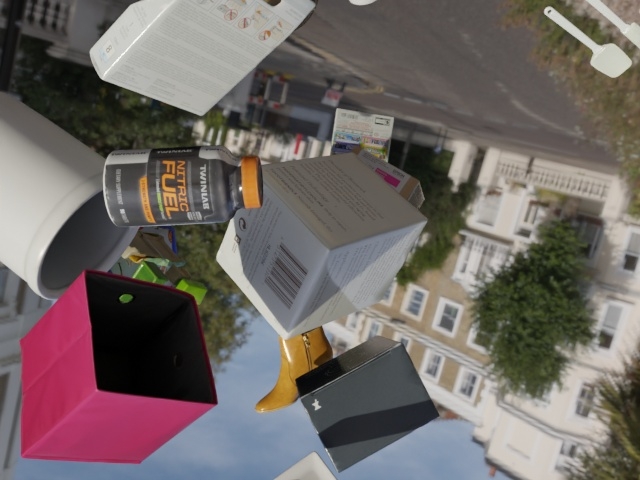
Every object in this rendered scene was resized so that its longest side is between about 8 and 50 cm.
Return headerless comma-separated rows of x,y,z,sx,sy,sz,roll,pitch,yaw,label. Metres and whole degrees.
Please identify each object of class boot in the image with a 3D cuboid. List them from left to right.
-0.101,0.389,2.071,0.295,0.211,0.104,-24,-165,-13,boot

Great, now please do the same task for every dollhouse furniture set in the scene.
-0.494,0.100,1.893,0.301,0.151,0.198,42,-167,37,dollhouse furniture set

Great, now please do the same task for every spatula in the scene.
0.546,-0.418,1.253,0.242,0.168,0.019,22,-139,-29,spatula

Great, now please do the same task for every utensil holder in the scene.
-0.645,-0.104,1.484,0.386,0.327,0.328,34,-169,10,utensil holder

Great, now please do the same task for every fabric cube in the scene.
-0.391,0.248,1.267,0.254,0.258,0.259,20,-140,-43,fabric cube

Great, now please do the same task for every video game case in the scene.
0.148,-0.363,2.388,0.213,0.193,0.023,7,-176,-9,video game case

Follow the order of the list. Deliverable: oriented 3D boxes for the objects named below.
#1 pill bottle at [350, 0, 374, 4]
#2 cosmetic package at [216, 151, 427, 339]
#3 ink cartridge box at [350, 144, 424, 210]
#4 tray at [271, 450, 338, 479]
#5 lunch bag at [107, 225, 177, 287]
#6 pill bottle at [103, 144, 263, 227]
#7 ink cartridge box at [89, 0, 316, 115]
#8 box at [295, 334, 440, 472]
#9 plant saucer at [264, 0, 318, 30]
0.068,-0.494,1.178,0.078,0.078,0.137,18,151,27,pill bottle
0.000,0.000,1.786,0.394,0.329,0.327,-15,-129,-44,cosmetic package
0.195,-0.176,2.045,0.235,0.088,0.193,33,176,18,ink cartridge box
-0.004,0.577,1.410,0.145,0.030,0.270,-33,-145,-14,tray
-0.633,0.161,2.202,0.239,0.385,0.328,19,-146,22,lunch bag
-0.219,-0.091,1.101,0.246,0.130,0.130,-3,-172,1,pill bottle
-0.241,-0.445,1.398,0.308,0.385,0.091,11,-134,-58,ink cartridge box
0.109,0.422,1.806,0.294,0.211,0.395,-27,177,-5,box
-0.143,-0.783,2.080,0.278,0.277,0.041,12,-146,-16,plant saucer
